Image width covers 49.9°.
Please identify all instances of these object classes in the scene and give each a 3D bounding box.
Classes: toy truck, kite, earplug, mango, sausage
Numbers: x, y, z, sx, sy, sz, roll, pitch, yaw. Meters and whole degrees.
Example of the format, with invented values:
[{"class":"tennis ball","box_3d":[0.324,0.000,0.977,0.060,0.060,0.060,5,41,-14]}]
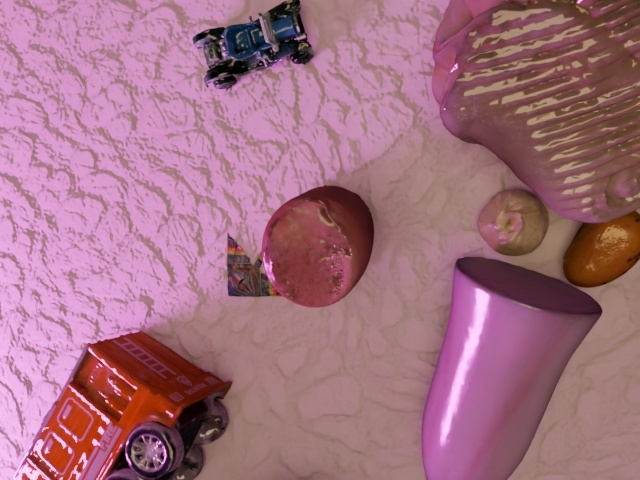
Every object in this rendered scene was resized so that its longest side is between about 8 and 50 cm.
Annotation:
[{"class":"toy truck","box_3d":[-0.090,-0.251,0.879,0.154,0.078,0.080,-15,92,13]},{"class":"kite","box_3d":[-0.097,0.046,0.949,0.122,0.004,0.090,39,102,5]},{"class":"toy truck","box_3d":[-0.302,0.324,0.941,0.207,0.173,0.387,33,98,13]},{"class":"earplug","box_3d":[0.205,0.189,0.836,0.173,0.172,0.301,17,105,9]},{"class":"mango","box_3d":[0.343,0.010,0.832,0.079,0.057,0.114,42,105,-3]},{"class":"sausage","box_3d":[0.000,0.000,0.801,0.123,0.253,0.123,1,97,6]}]

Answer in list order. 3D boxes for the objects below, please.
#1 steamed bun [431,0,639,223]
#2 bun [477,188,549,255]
[{"class":"steamed bun","box_3d":[0.289,-0.217,0.744,0.324,0.219,0.309,30,118,-18]},{"class":"bun","box_3d":[0.240,-0.022,0.849,0.086,0.055,0.086,1,95,11]}]
